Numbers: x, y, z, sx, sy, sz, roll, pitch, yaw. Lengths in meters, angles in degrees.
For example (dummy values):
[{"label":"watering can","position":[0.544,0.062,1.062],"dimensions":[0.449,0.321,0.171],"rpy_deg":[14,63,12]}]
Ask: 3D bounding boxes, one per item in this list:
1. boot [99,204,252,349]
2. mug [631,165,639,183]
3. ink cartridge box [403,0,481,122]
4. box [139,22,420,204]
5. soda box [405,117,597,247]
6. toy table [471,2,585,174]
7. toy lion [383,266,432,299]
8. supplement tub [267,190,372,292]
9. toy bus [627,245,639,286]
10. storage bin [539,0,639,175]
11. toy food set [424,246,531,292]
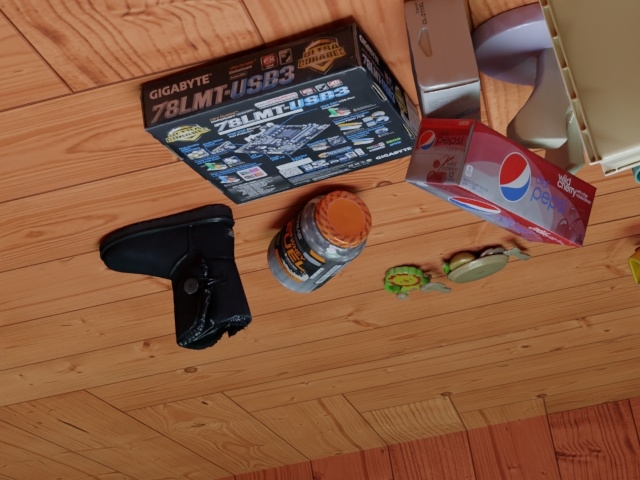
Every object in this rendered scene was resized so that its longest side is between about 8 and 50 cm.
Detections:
[{"label":"boot","position":[-0.232,0.072,1.937],"dimensions":[0.246,0.207,0.094],"rpy_deg":[-16,158,17]},{"label":"mug","position":[0.532,-0.155,1.827],"dimensions":[0.157,0.097,0.129],"rpy_deg":[-17,157,16]},{"label":"ink cartridge box","position":[0.152,-0.202,1.509],"dimensions":[0.072,0.128,0.175],"rpy_deg":[-10,159,4]},{"label":"box","position":[-0.041,-0.157,1.622],"dimensions":[0.295,0.073,0.293],"rpy_deg":[-15,157,16]},{"label":"soda box","position":[0.227,-0.069,1.514],"dimensions":[0.092,0.084,0.263],"rpy_deg":[8,170,46]},{"label":"toy table","position":[0.334,-0.192,1.569],"dimensions":[0.274,0.161,0.252],"rpy_deg":[-6,159,-10]},{"label":"toy lion","position":[0.159,0.077,2.353],"dimensions":[0.096,0.034,0.100],"rpy_deg":[23,149,-37]},{"label":"supplement tub","position":[0.000,0.000,1.975],"dimensions":[0.117,0.117,0.190],"rpy_deg":[2,155,-26]},{"label":"toy bus","position":[0.675,0.018,2.306],"dimensions":[0.190,0.202,0.104],"rpy_deg":[-11,129,23]},{"label":"storage bin","position":[0.393,-0.236,1.358],"dimensions":[0.262,0.260,0.123],"rpy_deg":[-18,174,22]},{"label":"toy food set","position":[0.295,0.043,2.328],"dimensions":[0.192,0.039,0.132],"rpy_deg":[-24,162,21]}]
